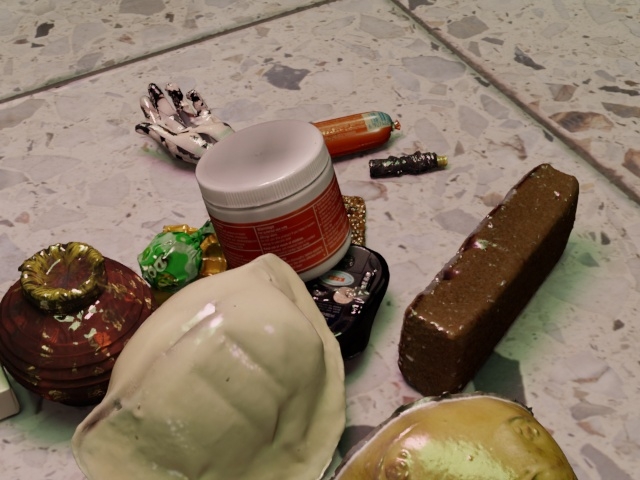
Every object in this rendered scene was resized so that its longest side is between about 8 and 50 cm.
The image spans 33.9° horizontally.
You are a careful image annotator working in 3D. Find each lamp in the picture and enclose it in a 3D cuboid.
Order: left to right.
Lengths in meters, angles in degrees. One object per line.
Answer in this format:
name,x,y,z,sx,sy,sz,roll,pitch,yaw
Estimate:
lamp,-0.348,0.116,1.497,0.247,0.247,0.247,-1,42,1

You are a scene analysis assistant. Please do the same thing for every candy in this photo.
candy,-0.170,-0.025,1.677,0.097,0.097,0.323,20,40,23

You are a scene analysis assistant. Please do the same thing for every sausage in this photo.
sausage,0.026,-0.186,1.927,0.264,0.083,0.083,-13,43,-14

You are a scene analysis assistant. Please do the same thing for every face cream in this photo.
face cream,-0.068,-0.054,1.587,0.201,0.187,0.201,-13,33,8

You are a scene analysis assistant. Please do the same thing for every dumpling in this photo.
dumpling,-0.120,0.215,1.386,0.395,0.233,0.315,-40,85,-25

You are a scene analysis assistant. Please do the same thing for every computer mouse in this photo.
computer mouse,0.021,0.102,1.592,0.137,0.096,0.233,9,45,23

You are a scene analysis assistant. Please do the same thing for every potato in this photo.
potato,0.167,0.324,1.230,0.299,0.246,0.196,-16,36,-11

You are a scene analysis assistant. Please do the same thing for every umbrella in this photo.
umbrella,0.157,-0.139,1.893,0.144,0.040,0.037,-6,34,-6

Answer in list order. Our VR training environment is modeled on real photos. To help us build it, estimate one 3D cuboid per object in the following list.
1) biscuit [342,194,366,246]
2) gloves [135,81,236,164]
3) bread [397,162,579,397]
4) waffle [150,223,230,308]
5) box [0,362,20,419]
biscuit,0.011,0.003,1.752,0.131,0.026,0.237,-1,41,3
gloves,-0.251,-0.206,1.938,0.212,0.111,0.127,32,77,29
bread,0.260,0.052,1.587,0.113,0.165,0.416,28,49,22
waffle,-0.160,0.042,1.693,0.210,0.055,0.160,0,43,3
box,-0.627,0.228,1.500,0.343,0.065,0.200,-21,45,-20
